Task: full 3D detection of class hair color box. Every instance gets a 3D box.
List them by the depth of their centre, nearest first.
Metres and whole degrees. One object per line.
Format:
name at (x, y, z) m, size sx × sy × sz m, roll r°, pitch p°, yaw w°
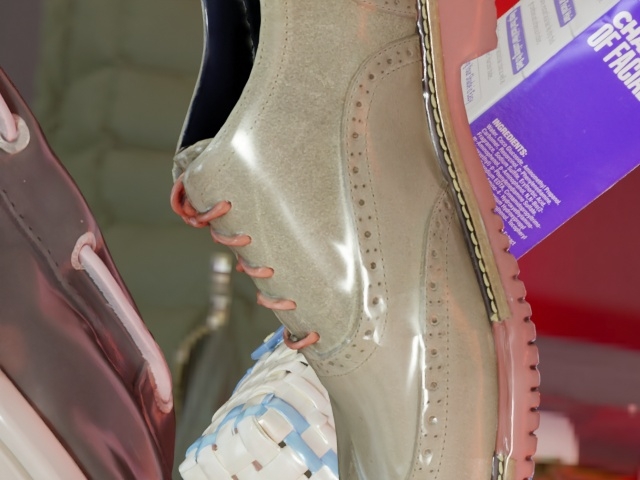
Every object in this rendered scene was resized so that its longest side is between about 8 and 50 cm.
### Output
hair color box at (0.158, -0.095, 1.222) m, size 0.339 × 0.185 × 0.110 m, roll -41°, pitch 104°, yaw 19°

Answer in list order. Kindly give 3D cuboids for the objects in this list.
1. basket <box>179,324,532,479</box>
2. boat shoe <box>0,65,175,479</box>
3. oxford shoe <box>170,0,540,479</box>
basket at (0.036, 0.164, 1.464) m, size 0.255 × 0.289 × 0.201 m, roll 52°, pitch 137°, yaw 3°
boat shoe at (-0.139, -0.029, 0.465) m, size 0.112 × 0.095 × 0.335 m, roll -19°, pitch 112°, yaw 20°
oxford shoe at (0.000, 0.000, 0.690) m, size 0.130 × 0.348 × 0.123 m, roll -6°, pitch 177°, yaw -24°
